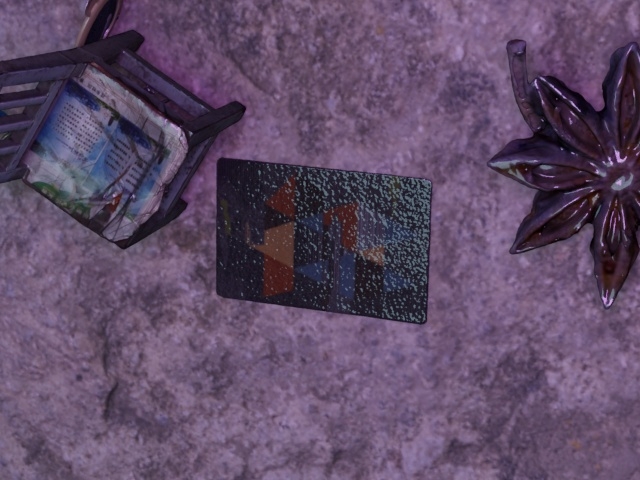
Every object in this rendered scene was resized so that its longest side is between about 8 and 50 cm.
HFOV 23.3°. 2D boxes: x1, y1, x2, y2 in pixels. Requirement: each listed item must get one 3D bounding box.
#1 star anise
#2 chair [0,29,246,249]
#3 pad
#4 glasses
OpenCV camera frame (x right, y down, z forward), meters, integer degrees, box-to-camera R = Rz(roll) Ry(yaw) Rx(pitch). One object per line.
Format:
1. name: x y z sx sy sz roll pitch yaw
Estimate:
1. star anise: 0.239 -0.072 1.309 0.230 0.081 0.262 -39 101 24
2. chair: -0.195 -0.079 1.354 0.147 0.270 0.136 36 112 7
3. pad: 0.000 0.000 1.453 0.211 0.003 0.143 6 106 18
4. glasses: -0.288 -0.221 1.474 0.220 0.088 0.190 48 116 23
